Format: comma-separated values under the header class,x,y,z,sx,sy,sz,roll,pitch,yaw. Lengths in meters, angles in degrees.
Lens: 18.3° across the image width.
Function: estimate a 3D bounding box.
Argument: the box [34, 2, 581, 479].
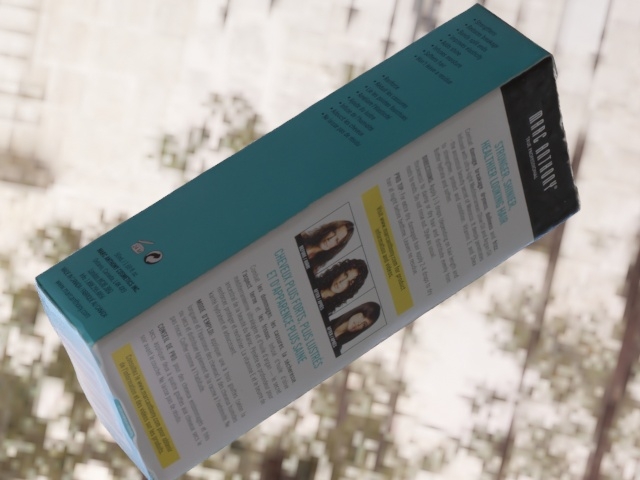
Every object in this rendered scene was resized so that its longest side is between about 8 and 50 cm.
class,x,y,z,sx,sy,sz,roll,pitch,yaw
box,0.000,0.000,0.894,0.244,0.100,0.060,-33,-135,-15
